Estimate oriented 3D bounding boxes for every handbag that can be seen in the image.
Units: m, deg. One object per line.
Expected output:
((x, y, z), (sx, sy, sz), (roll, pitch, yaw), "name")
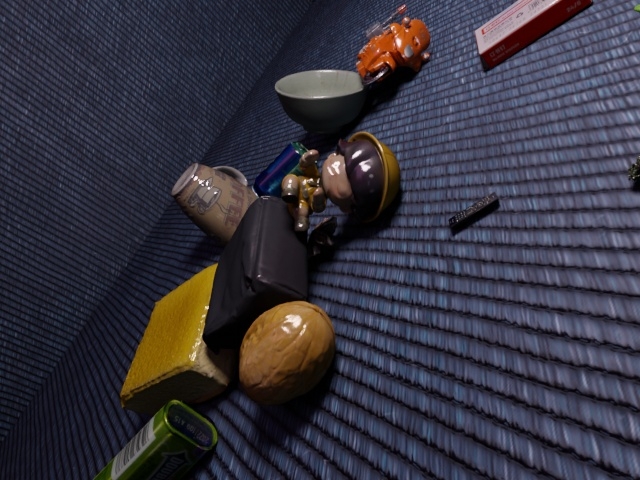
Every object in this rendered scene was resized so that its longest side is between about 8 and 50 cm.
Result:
((-0.129, 0.089, 0.965), (0.275, 0.178, 0.302), (-53, 25, 34), "handbag")

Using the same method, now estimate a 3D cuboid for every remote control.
((0.262, -0.049, 0.732), (0.091, 0.016, 0.034), (-35, 17, 26), "remote control")

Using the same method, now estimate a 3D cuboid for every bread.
((-0.334, 0.250, 1.100), (0.324, 0.143, 0.333), (-31, 35, 30), "bread")

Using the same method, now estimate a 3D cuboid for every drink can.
((-0.111, -0.201, 1.325), (0.205, 0.118, 0.118), (-41, 31, 15), "drink can")

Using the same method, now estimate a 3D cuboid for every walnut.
((-0.062, 0.201, 0.766), (0.206, 0.159, 0.159), (-50, 28, 17), "walnut")

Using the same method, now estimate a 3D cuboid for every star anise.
((0.005, -0.002, 0.993), (0.124, 0.056, 0.129), (-55, 14, -3), "star anise")

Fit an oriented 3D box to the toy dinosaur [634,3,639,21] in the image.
((0.519, -0.393, 0.597), (0.152, 0.177, 0.194), (-31, 33, 30), "toy dinosaur")

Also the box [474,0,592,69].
((0.445, -0.477, 0.928), (0.229, 0.050, 0.123), (-28, 34, 36), "box")

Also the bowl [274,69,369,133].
((0.008, -0.422, 1.335), (0.289, 0.146, 0.289), (-2, 37, 1), "bowl")

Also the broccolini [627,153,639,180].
((0.473, -0.141, 0.533), (0.194, 0.054, 0.052), (-42, 60, 3), "broccolini")

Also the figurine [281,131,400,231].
((0.044, -0.124, 0.924), (0.257, 0.192, 0.167), (-13, 2, 5), "figurine")

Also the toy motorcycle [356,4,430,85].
((0.204, -0.565, 1.263), (0.221, 0.148, 0.325), (-31, 31, 20), "toy motorcycle")

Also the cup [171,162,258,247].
((-0.353, -0.165, 1.486), (0.227, 0.257, 0.301), (-26, 36, 33), "cup")

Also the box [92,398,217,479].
((-0.373, 0.491, 0.891), (0.345, 0.134, 0.097), (-46, 25, 8), "box")
